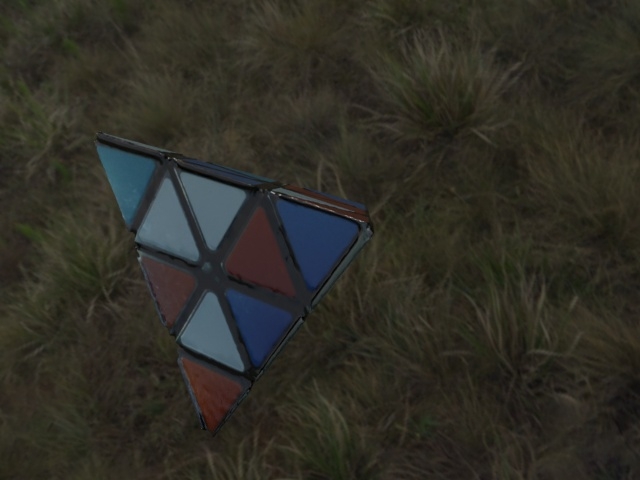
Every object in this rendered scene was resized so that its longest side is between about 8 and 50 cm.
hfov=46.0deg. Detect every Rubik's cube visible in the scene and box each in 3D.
[{"bbox_3d":[0.000,0.000,0.624,0.250,0.284,0.234,-17,1,-31],"label":"Rubik's cube"}]
